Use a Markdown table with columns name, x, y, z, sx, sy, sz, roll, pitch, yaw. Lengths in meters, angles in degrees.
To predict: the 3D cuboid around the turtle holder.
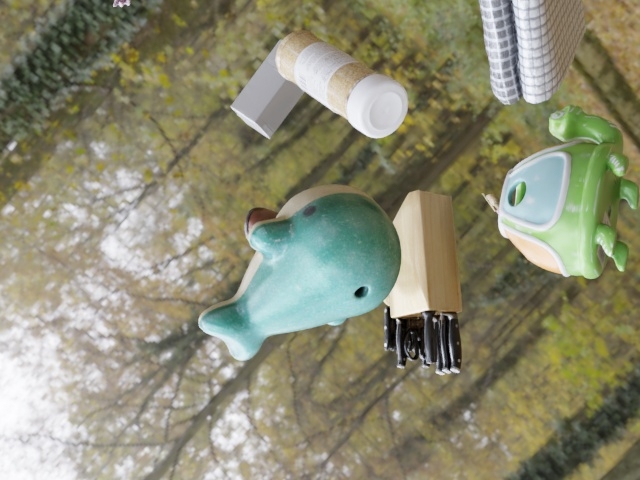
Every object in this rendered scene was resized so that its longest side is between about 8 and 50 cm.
| name | x | y | z | sx | sy | sz | roll | pitch | yaw |
| --- | --- | --- | --- | --- | --- | --- | --- | --- | --- |
| turtle holder | 0.468 | -0.094 | 1.644 | 0.227 | 0.320 | 0.243 | 7 | -169 | 29 |

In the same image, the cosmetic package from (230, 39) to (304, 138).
| name | x | y | z | sx | sy | sz | roll | pitch | yaw |
| --- | --- | --- | --- | --- | --- | --- | --- | --- | --- |
| cosmetic package | -0.125 | -0.414 | 2.386 | 0.107 | 0.238 | 0.127 | 32 | 178 | 23 |

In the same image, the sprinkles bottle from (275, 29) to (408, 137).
| name | x | y | z | sx | sy | sz | roll | pitch | yaw |
| --- | --- | --- | --- | --- | --- | --- | --- | --- | --- |
| sprinkles bottle | 0.037 | -0.336 | 1.826 | 0.121 | 0.121 | 0.355 | 31 | -172 | -44 |

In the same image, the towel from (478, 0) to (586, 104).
| name | x | y | z | sx | sy | sz | roll | pitch | yaw |
| --- | --- | --- | --- | --- | --- | --- | --- | --- | --- |
| towel | 0.350 | -0.395 | 1.455 | 0.283 | 0.121 | 0.235 | -58 | -40 | -41 |

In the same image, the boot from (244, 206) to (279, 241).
| name | x | y | z | sx | sy | sz | roll | pitch | yaw |
| --- | --- | --- | --- | --- | --- | --- | --- | --- | --- |
| boot | 0.000 | 0.000 | 1.938 | 0.280 | 0.096 | 0.264 | 4 | 158 | 35 |

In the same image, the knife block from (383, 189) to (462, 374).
| name | x | y | z | sx | sy | sz | roll | pitch | yaw |
| --- | --- | --- | --- | --- | --- | --- | --- | --- | --- |
| knife block | 0.194 | 0.085 | 1.509 | 0.088 | 0.275 | 0.242 | 7 | -151 | -40 |

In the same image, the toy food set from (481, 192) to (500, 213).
| name | x | y | z | sx | sy | sz | roll | pitch | yaw |
| --- | --- | --- | --- | --- | --- | --- | --- | --- | --- |
| toy food set | 0.380 | -0.062 | 1.805 | 0.078 | 0.019 | 0.122 | 49 | -174 | -29 |

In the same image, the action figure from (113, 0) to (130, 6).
| name | x | y | z | sx | sy | sz | roll | pitch | yaw |
| --- | --- | --- | --- | --- | --- | --- | --- | --- | --- |
| action figure | -0.368 | -0.593 | 1.638 | 0.370 | 0.275 | 0.248 | 29 | -176 | 15 |

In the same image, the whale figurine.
| name | x | y | z | sx | sy | sz | roll | pitch | yaw |
| --- | --- | --- | --- | --- | --- | --- | --- | --- | --- |
| whale figurine | -0.017 | 0.058 | 1.089 | 0.216 | 0.272 | 0.141 | 52 | 179 | -43 |
